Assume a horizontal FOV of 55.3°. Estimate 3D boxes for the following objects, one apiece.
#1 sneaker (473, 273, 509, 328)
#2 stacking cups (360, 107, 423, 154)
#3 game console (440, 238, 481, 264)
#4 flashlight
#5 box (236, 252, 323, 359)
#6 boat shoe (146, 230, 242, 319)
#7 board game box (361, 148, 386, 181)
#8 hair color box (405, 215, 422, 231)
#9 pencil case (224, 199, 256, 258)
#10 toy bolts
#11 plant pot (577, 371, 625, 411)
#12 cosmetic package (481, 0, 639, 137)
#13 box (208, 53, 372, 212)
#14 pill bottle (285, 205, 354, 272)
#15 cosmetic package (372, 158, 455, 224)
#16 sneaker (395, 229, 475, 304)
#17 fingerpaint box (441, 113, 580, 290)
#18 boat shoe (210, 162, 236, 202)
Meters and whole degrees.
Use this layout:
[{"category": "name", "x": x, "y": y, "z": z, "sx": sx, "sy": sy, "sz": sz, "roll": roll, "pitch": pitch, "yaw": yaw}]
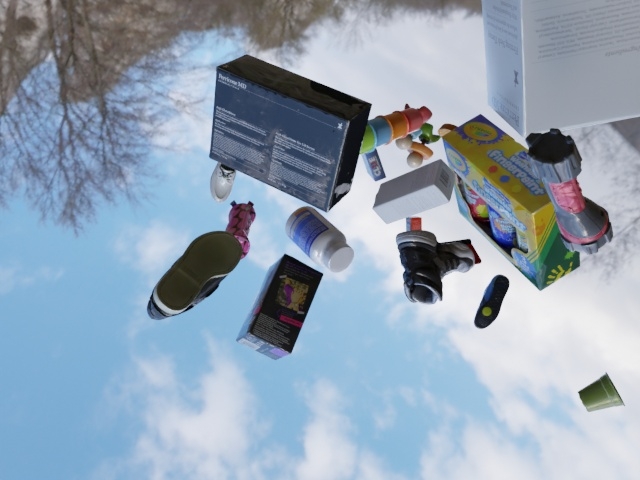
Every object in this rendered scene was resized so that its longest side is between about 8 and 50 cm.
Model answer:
[{"category": "sneaker", "x": 0.598, "y": 0.216, "z": 2.148, "sx": 0.069, "sy": 0.209, "sz": 0.082, "roll": 27, "pitch": 176, "yaw": 0}, {"category": "stacking cups", "x": 0.135, "y": -0.280, "z": 1.556, "sx": 0.316, "sy": 0.096, "sz": 0.096, "roll": -28, "pitch": -108, "yaw": -32}, {"category": "game console", "x": 0.386, "y": 0.047, "z": 1.833, "sx": 0.143, "sy": 0.124, "sz": 0.085, "roll": -7, "pitch": -100, "yaw": -16}, {"category": "flashlight", "x": 0.476, "y": -0.084, "z": 1.153, "sx": 0.304, "sy": 0.103, "sz": 0.103, "roll": 44, "pitch": -139, "yaw": -47}, {"category": "box", "x": -0.123, "y": 0.201, "z": 1.834, "sx": 0.143, "sy": 0.165, "sz": 0.271, "roll": 29, "pitch": -115, "yaw": -12}, {"category": "boat shoe", "x": -0.318, "y": 0.092, "z": 1.540, "sx": 0.127, "sy": 0.113, "sz": 0.340, "roll": 42, "pitch": -143, "yaw": -8}, {"category": "board game box", "x": 0.148, "y": -0.328, "z": 2.030, "sx": 0.165, "sy": 0.042, "sz": 0.243, "roll": -106, "pitch": -6, "yaw": -73}, {"category": "hair color box", "x": 0.337, "y": -0.015, "z": 2.198, "sx": 0.043, "sy": 0.141, "sz": 0.072, "roll": -3, "pitch": -174, "yaw": -7}, {"category": "pencil case", "x": -0.238, "y": -0.032, "z": 1.791, "sx": 0.095, "sy": 0.098, "sz": 0.209, "roll": 39, "pitch": -155, "yaw": -24}, {"category": "toy bolts", "x": 0.362, "y": -0.347, "z": 2.121, "sx": 0.218, "sy": 0.159, "sz": 0.228, "roll": 18, "pitch": 169, "yaw": 46}, {"category": "plant pot", "x": 0.636, "y": 0.354, "z": 1.393, "sx": 0.083, "sy": 0.079, "sz": 0.083, "roll": 50, "pitch": -160, "yaw": -26}, {"category": "cosmetic package", "x": 0.633, "y": -0.530, "z": 1.608, "sx": 0.327, "sy": 0.394, "sz": 0.329, "roll": -11, "pitch": -152, "yaw": 2}, {"category": "box", "x": -0.060, "y": -0.194, "z": 1.087, "sx": 0.261, "sy": 0.184, "sz": 0.103, "roll": 26, "pitch": -139, "yaw": 16}, {"category": "pill bottle", "x": 0.000, "y": 0.000, "z": 2.233, "sx": 0.152, "sy": 0.152, "sz": 0.272, "roll": 6, "pitch": -153, "yaw": -42}, {"category": "cosmetic package", "x": 0.275, "y": -0.141, "z": 1.810, "sx": 0.085, "sy": 0.231, "sz": 0.117, "roll": 44, "pitch": -132, "yaw": -25}, {"category": "sneaker", "x": 0.264, "y": 0.076, "z": 1.401, "sx": 0.268, "sy": 0.101, "sz": 0.153, "roll": 19, "pitch": -111, "yaw": -43}, {"category": "fingerpaint box", "x": 0.585, "y": -0.121, "z": 1.894, "sx": 0.445, "sy": 0.163, "sz": 0.371, "roll": 55, "pitch": 174, "yaw": 44}, {"category": "boat shoe", "x": -0.341, "y": -0.243, "z": 2.162, "sx": 0.083, "sy": 0.227, "sz": 0.076, "roll": 9, "pitch": -176, "yaw": -16}]
